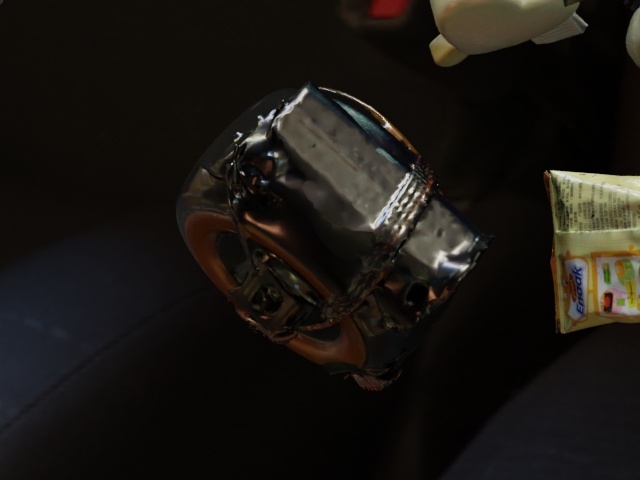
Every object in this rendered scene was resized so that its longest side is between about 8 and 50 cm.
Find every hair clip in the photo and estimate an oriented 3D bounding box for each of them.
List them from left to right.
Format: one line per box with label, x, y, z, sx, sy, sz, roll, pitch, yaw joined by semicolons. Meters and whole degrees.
hair clip;0.153;-0.195;1.458;0.159;0.218;0.071;-22;82;29

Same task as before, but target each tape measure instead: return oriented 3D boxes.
tape measure;0.000;0.000;1.188;0.202;0.135;0.223;40;155;2

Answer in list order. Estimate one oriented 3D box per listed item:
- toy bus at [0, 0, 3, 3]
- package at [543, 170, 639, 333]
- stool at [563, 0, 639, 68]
toy bus;-0.309;-0.145;0.899;0.203;0.427;0.233;-20;111;51
package;0.195;0.004;1.088;0.121;0.031;0.108;-3;89;37
stool;0.220;-0.189;1.147;0.121;0.125;0.217;-8;74;2
